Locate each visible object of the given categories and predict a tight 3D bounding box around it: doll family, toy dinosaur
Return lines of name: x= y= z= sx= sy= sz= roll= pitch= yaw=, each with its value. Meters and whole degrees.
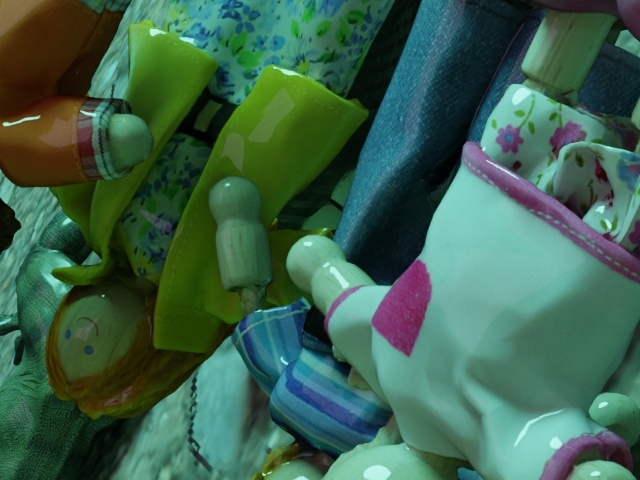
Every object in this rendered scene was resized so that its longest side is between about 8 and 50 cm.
doll family: x=0.000 y=0.000 z=0.447 sx=0.263 sy=0.118 sz=0.163 roll=31 pitch=100 yaw=40
toy dinosaur: x=-0.091 y=0.027 z=0.694 sx=0.268 sy=0.064 sz=0.118 roll=-55 pitch=29 yaw=15

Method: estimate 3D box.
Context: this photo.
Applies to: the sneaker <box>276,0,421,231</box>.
sneaker: x=0.000 y=-0.090 z=0.547 sx=0.234 sy=0.106 sz=0.078 roll=-57 pitch=22 yaw=17
